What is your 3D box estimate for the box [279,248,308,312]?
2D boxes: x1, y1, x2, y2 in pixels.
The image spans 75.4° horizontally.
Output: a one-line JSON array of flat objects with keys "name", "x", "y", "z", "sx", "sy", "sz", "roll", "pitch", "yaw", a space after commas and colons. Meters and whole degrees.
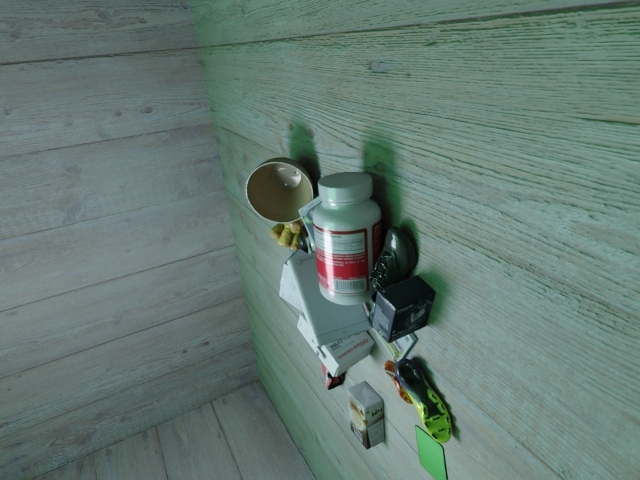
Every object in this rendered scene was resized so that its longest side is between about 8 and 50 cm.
[{"name": "box", "x": -0.057, "y": 0.209, "z": 1.879, "sx": 0.231, "sy": 0.127, "sz": 0.262, "roll": 32, "pitch": 142, "yaw": 17}]

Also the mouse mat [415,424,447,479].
[{"name": "mouse mat", "x": 0.406, "y": 0.791, "z": 1.520, "sx": 0.152, "sy": 0.007, "sz": 0.190, "roll": 17, "pitch": 120, "yaw": 62}]

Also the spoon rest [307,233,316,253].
[{"name": "spoon rest", "x": 0.000, "y": 0.000, "z": 1.809, "sx": 0.276, "sy": 0.084, "sz": 0.137, "roll": 154, "pitch": 100, "yaw": -79}]

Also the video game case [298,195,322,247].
[{"name": "video game case", "x": 0.015, "y": -0.083, "z": 1.639, "sx": 0.173, "sy": 0.022, "sz": 0.190, "roll": -32, "pitch": 73, "yaw": 25}]

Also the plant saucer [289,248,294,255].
[{"name": "plant saucer", "x": -0.165, "y": -0.002, "z": 2.140, "sx": 0.067, "sy": 0.018, "sz": 0.192, "roll": 76, "pitch": 178, "yaw": -56}]

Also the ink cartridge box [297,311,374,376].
[{"name": "ink cartridge box", "x": 0.062, "y": 0.393, "z": 1.728, "sx": 0.273, "sy": 0.197, "sz": 0.114, "roll": 50, "pitch": 148, "yaw": 27}]

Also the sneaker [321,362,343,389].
[{"name": "sneaker", "x": 0.049, "y": 0.614, "z": 2.043, "sx": 0.136, "sy": 0.115, "sz": 0.314, "roll": 56, "pitch": 151, "yaw": 37}]

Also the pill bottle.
[{"name": "pill bottle", "x": 0.093, "y": -0.009, "z": 1.390, "sx": 0.229, "sy": 0.229, "sz": 0.408, "roll": 35, "pitch": 136, "yaw": 54}]

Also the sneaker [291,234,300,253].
[{"name": "sneaker", "x": -0.105, "y": 0.047, "z": 2.088, "sx": 0.073, "sy": 0.063, "sz": 0.162, "roll": 90, "pitch": 161, "yaw": -66}]

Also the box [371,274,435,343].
[{"name": "box", "x": 0.253, "y": 0.212, "z": 1.279, "sx": 0.093, "sy": 0.156, "sz": 0.158, "roll": 47, "pitch": 145, "yaw": 43}]

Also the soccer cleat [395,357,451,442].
[{"name": "soccer cleat", "x": 0.351, "y": 0.532, "z": 1.402, "sx": 0.289, "sy": 0.093, "sz": 0.121, "roll": 60, "pitch": -176, "yaw": 17}]

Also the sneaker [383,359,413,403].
[{"name": "sneaker", "x": 0.297, "y": 0.516, "z": 1.527, "sx": 0.175, "sy": 0.064, "sz": 0.067, "roll": 59, "pitch": -171, "yaw": 15}]

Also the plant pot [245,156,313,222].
[{"name": "plant pot", "x": -0.161, "y": -0.245, "z": 1.795, "sx": 0.191, "sy": 0.284, "sz": 0.284, "roll": -80, "pitch": -8, "yaw": -55}]

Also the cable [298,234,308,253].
[{"name": "cable", "x": -0.055, "y": 0.083, "z": 1.957, "sx": 0.139, "sy": 0.072, "sz": 0.287, "roll": -119, "pitch": 18, "yaw": -58}]

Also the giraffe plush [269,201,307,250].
[{"name": "giraffe plush", "x": -0.118, "y": -0.079, "z": 1.931, "sx": 0.170, "sy": 0.181, "sz": 0.210, "roll": -37, "pitch": 37, "yaw": 54}]

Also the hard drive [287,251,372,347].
[{"name": "hard drive", "x": 0.033, "y": 0.212, "z": 1.628, "sx": 0.047, "sy": 0.233, "sz": 0.353, "roll": 120, "pitch": 133, "yaw": -62}]

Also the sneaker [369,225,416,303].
[{"name": "sneaker", "x": 0.220, "y": 0.094, "z": 1.308, "sx": 0.109, "sy": 0.130, "sz": 0.286, "roll": 40, "pitch": 139, "yaw": 54}]

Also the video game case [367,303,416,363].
[{"name": "video game case", "x": 0.255, "y": 0.321, "z": 1.514, "sx": 0.212, "sy": 0.023, "sz": 0.193, "roll": 56, "pitch": 151, "yaw": 31}]

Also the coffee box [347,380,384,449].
[{"name": "coffee box", "x": 0.202, "y": 0.774, "z": 1.837, "sx": 0.141, "sy": 0.098, "sz": 0.247, "roll": 32, "pitch": 134, "yaw": 56}]
